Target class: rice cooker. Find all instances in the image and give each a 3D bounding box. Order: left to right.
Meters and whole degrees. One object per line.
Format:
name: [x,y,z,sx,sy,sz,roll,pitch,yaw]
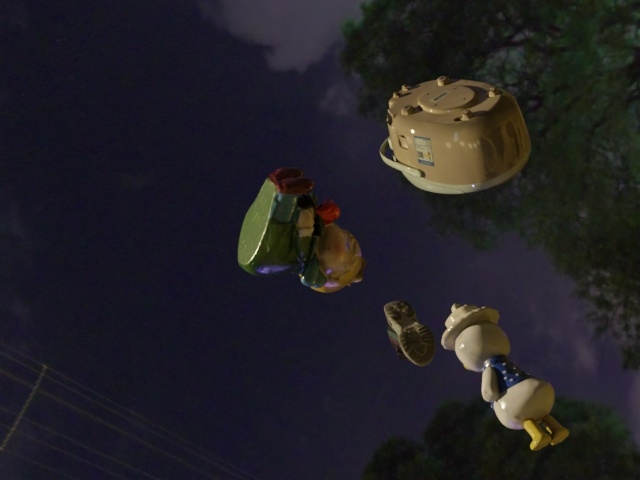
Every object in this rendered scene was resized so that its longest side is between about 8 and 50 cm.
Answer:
rice cooker: [0.174,-0.140,0.818,0.145,0.206,0.127,-40,-48,-23]

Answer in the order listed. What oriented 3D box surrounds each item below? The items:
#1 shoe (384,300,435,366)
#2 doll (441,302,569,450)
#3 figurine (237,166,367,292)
shoe: [0.181,0.209,1.284,0.071,0.169,0.099,-12,-49,-13]
doll: [0.305,0.221,1.064,0.138,0.293,0.119,-2,-46,-31]
figurine: [-0.005,-0.009,0.984,0.234,0.127,0.185,14,-79,-30]
